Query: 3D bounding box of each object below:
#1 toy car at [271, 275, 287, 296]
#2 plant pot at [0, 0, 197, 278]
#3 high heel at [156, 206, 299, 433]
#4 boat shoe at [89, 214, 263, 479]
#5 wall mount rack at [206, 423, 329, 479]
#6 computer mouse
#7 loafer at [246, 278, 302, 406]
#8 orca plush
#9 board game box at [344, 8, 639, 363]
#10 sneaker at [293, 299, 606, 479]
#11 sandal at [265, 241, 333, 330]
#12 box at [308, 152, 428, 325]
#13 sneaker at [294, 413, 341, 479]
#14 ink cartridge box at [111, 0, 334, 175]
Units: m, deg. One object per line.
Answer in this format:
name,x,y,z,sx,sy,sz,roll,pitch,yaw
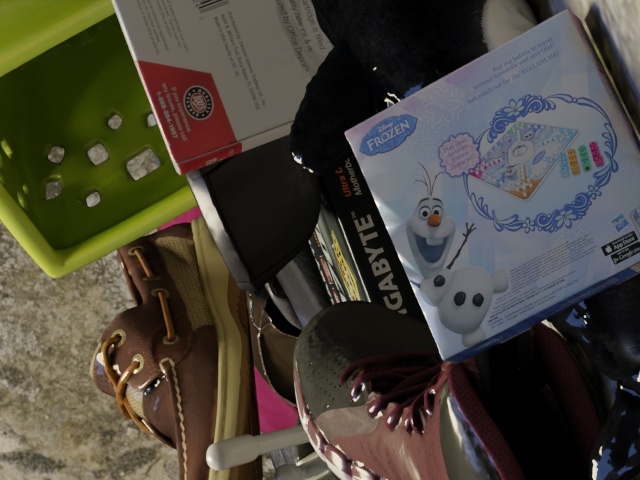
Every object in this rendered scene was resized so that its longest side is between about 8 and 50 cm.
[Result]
toy car,-0.005,0.052,1.508,0.122,0.060,0.040,87,-166,-47
plant pot,-0.177,-0.147,1.399,0.207,0.227,0.228,60,178,40
high heel,-0.041,0.039,1.707,0.181,0.127,0.377,33,151,25
boat shoe,-0.112,0.101,1.417,0.342,0.123,0.123,-98,2,-51
wall mount rack,0.038,0.229,1.272,0.304,0.131,0.350,64,-177,-78
computer mouse,-0.050,-0.083,1.041,0.262,0.060,0.184,-96,-17,-77
loafer,-0.026,0.069,1.588,0.078,0.080,0.220,-118,10,-49
orca plush,0.041,-0.031,0.719,0.151,0.102,0.287,90,158,-70
board game box,0.065,-0.018,0.636,0.020,0.090,0.090,18,-134,-66
sneaker,0.068,0.069,0.886,0.281,0.106,0.162,46,153,47
sandal,-0.009,0.019,1.237,0.097,0.054,0.254,-22,-89,-53
box,0.013,-0.038,1.116,0.175,0.051,0.220,170,79,-83
sneaker,0.047,0.239,1.526,0.132,0.086,0.228,76,170,-56
ink cartridge box,-0.020,-0.099,0.859,0.056,0.135,0.099,127,123,-85
